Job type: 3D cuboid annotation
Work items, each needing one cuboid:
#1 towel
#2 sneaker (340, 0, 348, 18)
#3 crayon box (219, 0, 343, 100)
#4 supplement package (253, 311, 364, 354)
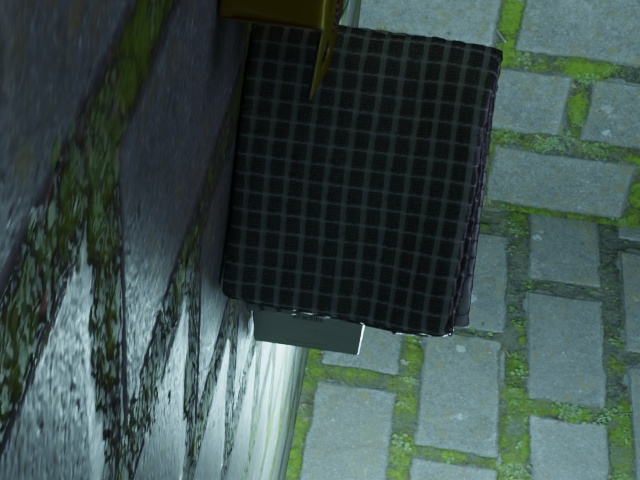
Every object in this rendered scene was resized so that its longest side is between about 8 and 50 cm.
[{"bbox_3d":[0.037,-0.054,1.215,0.121,0.235,0.283,-46,144,-80],"label":"towel"},{"bbox_3d":[0.025,-0.381,1.777,0.086,0.064,0.192,-103,-156,-83],"label":"sneaker"},{"bbox_3d":[-0.014,-0.279,1.009,0.202,0.081,0.318,-71,168,-77],"label":"crayon box"},{"bbox_3d":[0.000,0.000,1.650,0.134,0.139,0.244,96,2,-64],"label":"supplement package"}]
